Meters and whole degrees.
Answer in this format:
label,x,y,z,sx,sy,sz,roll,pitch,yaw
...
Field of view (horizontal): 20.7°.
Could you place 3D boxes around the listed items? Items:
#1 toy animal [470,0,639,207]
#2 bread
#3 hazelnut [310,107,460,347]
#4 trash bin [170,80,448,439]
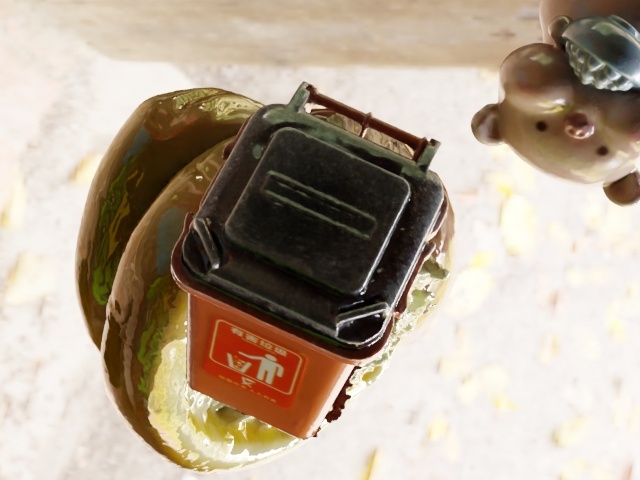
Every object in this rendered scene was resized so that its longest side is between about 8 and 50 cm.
label,x,y,z,sx,sy,sz,roll,pitch,yaw
toy animal,0.301,-0.192,1.957,0.229,0.210,0.221,107,5,-46
bread,-0.061,0.032,1.629,0.329,0.245,0.424,-21,148,-5
hazelnut,0.000,0.000,2.147,0.372,0.372,0.315,13,87,-42
trash bin,-0.013,0.024,1.270,0.239,0.161,0.184,107,8,-60
